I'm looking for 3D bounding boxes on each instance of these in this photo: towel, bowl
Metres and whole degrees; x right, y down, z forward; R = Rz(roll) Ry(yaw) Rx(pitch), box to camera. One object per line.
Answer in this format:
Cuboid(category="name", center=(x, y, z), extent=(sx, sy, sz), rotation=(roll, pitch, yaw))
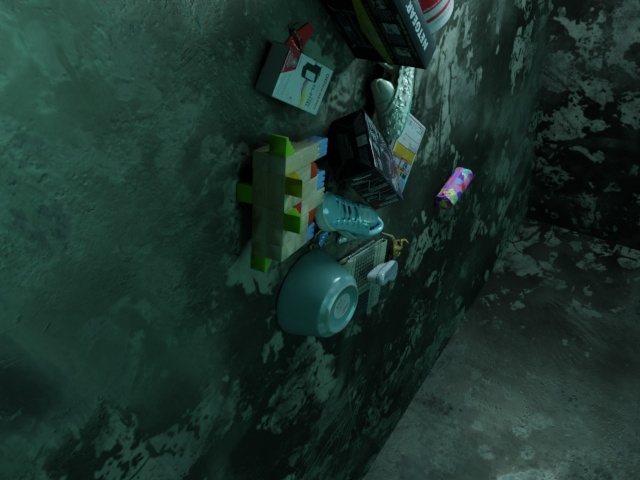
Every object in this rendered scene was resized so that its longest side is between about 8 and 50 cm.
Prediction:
Cuboid(category="towel", center=(0.145, 0.167, 2.109), extent=(0.312, 0.056, 0.324), rotation=(-25, 131, -45))
Cuboid(category="bowl", center=(0.011, 0.199, 1.803), extent=(0.311, 0.163, 0.311), rotation=(-33, 135, -42))

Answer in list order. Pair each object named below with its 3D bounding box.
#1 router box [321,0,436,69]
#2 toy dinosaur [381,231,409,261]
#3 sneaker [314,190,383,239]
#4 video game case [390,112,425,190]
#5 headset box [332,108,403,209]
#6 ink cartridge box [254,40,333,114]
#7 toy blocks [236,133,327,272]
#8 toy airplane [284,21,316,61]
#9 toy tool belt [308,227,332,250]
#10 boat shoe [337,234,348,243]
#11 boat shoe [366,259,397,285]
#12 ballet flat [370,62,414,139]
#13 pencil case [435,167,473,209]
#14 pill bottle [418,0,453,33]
Cuboid(category="router box", center=(0.156, -0.600, 1.460), extent=(0.081, 0.243, 0.309), rotation=(-64, 149, -6))
Cuboid(category="toy dinosaur", center=(0.315, 0.025, 2.257), extent=(0.112, 0.064, 0.211), rotation=(-42, 140, -34))
Cuboid(category="sneaker", center=(0.102, -0.089, 1.746), extent=(0.366, 0.150, 0.135), rotation=(15, 68, -63))
Cuboid(category="video game case", center=(0.313, -0.332, 2.073), extent=(0.204, 0.025, 0.285), rotation=(15, 95, -59))
Cuboid(category="headset box", center=(0.162, -0.244, 1.715), extent=(0.293, 0.110, 0.218), rotation=(32, 44, -59))
Cuboid(category="ink cartridge box", center=(-0.064, -0.410, 1.370), extent=(0.175, 0.072, 0.127), rotation=(8, 109, -51))
Cuboid(category="toy blocks", center=(-0.078, -0.128, 1.482), extent=(0.261, 0.190, 0.381), rotation=(-39, 139, -56))
Cuboid(category="toy airplane", center=(-0.053, -0.495, 1.408), extent=(0.151, 0.028, 0.151), rotation=(-33, 135, -41))
Cuboid(category="toy tool belt", center=(0.000, 0.000, 1.768), extent=(0.083, 0.051, 0.052), rotation=(-58, 147, -16))
Cuboid(category="boat shoe", center=(0.098, -0.014, 1.926), extent=(0.100, 0.035, 0.035), rotation=(-30, 133, -46))
Cuboid(category="boat shoe", center=(0.242, 0.119, 2.098), extent=(0.226, 0.076, 0.083), rotation=(-12, 110, -67))
Cuboid(category="ballet flat", center=(0.229, -0.538, 1.739), extent=(0.147, 0.147, 0.409), rotation=(5, 98, -58))
Cuboid(category="pencil case", center=(0.632, -0.247, 2.548), extent=(0.236, 0.104, 0.104), rotation=(-51, 145, -28))
Cuboid(category="pill bottle", center=(0.220, -0.770, 1.465), extent=(0.229, 0.229, 0.408), rotation=(-59, 148, -14))
